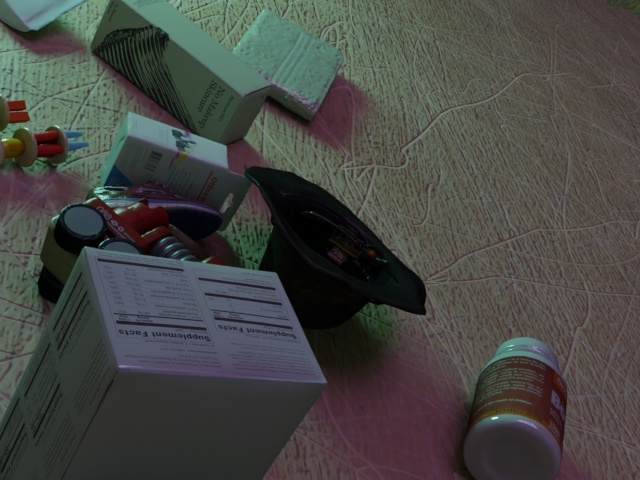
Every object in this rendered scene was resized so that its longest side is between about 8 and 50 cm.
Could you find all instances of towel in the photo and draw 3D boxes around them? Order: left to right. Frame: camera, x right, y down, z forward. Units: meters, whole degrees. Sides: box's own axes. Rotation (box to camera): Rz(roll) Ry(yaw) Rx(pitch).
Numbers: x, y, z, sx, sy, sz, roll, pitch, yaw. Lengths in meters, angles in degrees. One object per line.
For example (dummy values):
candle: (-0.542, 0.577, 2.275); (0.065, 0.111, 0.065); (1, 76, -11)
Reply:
towel: (-0.063, -0.320, 1.991); (0.187, 0.049, 0.282); (28, 32, -3)

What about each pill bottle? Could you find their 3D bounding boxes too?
pill bottle: (0.258, 0.220, 1.431); (0.121, 0.121, 0.216); (31, 31, -2)

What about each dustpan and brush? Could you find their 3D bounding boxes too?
dustpan and brush: (-0.491, -0.403, 1.730); (0.211, 0.060, 0.147); (40, 44, 2)

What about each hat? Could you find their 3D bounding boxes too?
hat: (-0.009, 0.035, 1.447); (0.331, 0.134, 0.331); (38, 14, -11)

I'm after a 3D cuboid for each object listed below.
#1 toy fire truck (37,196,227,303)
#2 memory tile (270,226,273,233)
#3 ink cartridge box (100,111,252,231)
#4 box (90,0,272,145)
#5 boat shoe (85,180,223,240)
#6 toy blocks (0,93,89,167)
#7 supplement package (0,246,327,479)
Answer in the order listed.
toy fire truck: (-0.182, 0.037, 1.306); (0.217, 0.158, 0.246); (40, 42, 14)
memory tile: (0.000, 0.000, 1.622); (0.148, 0.012, 0.113); (28, 31, -5)
ink cartridge box: (-0.194, -0.090, 1.488); (0.181, 0.104, 0.061); (19, 34, -22)
box: (-0.220, -0.273, 1.722); (0.275, 0.113, 0.094); (38, 32, 13)
boat shoe: (-0.216, -0.045, 1.433); (0.183, 0.066, 0.066); (6, 42, -31)
toy blocks: (-0.390, -0.147, 1.444); (0.148, 0.054, 0.123); (-12, 52, -49)
supplement package: (-0.156, 0.159, 1.013); (0.204, 0.262, 0.145); (9, 38, -34)
